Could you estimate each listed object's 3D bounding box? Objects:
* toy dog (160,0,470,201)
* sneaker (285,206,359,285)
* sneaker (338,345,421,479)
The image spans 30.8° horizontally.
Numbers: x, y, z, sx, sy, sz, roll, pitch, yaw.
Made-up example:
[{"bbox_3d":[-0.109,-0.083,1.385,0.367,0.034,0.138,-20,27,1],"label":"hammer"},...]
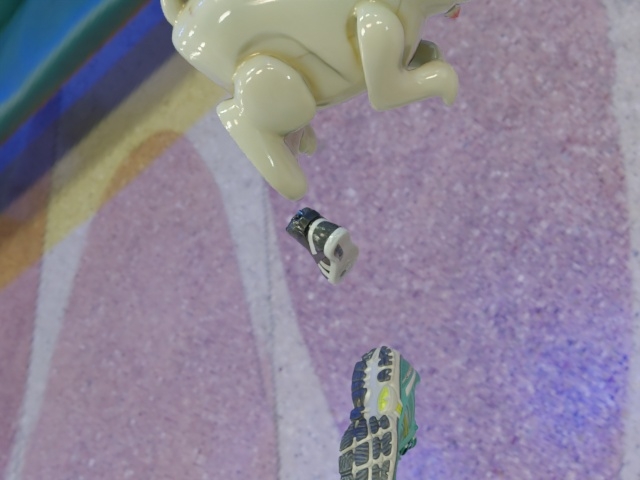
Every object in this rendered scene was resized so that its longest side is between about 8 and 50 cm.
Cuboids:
[{"bbox_3d":[0.031,-0.321,1.537,0.408,0.395,0.284,-37,6,16],"label":"toy dog"},{"bbox_3d":[0.000,0.000,2.120,0.121,0.217,0.079,36,75,17],"label":"sneaker"},{"bbox_3d":[0.105,0.291,1.739,0.107,0.110,0.275,-21,44,41],"label":"sneaker"}]
